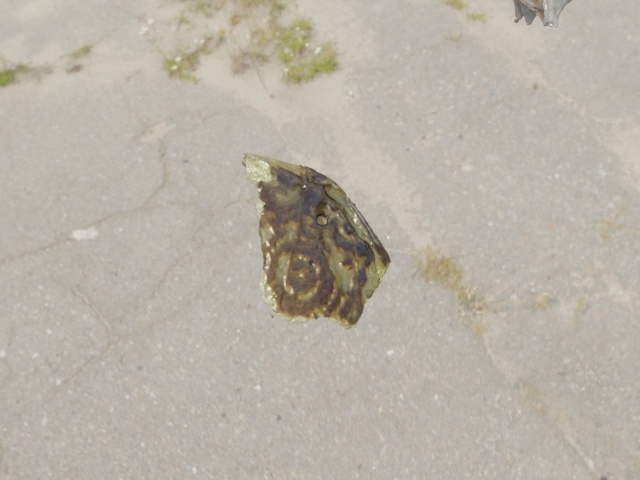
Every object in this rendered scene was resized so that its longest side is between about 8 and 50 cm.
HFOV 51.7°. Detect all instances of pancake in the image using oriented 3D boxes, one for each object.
[{"bbox_3d":[0.000,0.000,0.927,0.212,0.056,0.258,-1,76,-30],"label":"pancake"}]

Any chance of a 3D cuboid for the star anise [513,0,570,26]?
[{"bbox_3d":[0.157,-0.199,0.464,0.056,0.124,0.129,5,63,4],"label":"star anise"}]
